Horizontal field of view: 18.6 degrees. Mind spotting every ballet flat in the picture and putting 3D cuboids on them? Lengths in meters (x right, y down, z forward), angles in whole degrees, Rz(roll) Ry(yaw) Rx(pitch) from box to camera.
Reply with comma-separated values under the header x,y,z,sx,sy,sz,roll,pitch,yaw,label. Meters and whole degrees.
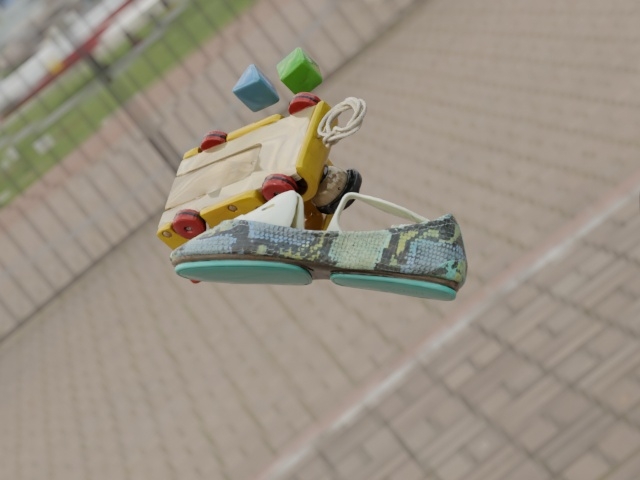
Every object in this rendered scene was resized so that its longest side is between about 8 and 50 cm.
x,y,z,sx,sy,sz,roll,pitch,yaw,label
0.000,0.000,1.246,0.188,0.070,0.070,5,15,1,ballet flat

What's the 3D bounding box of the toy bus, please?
x,y,z,sx,sy,sz,roll,pitch,yaw,label
-0.031,-0.038,1.565,0.191,0.104,0.202,-47,31,2,toy bus
